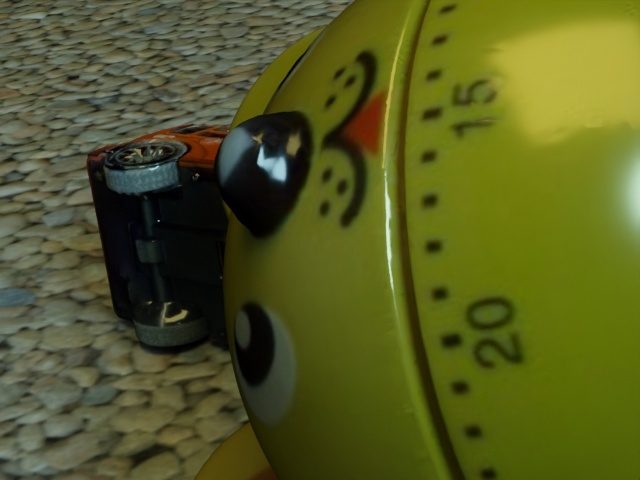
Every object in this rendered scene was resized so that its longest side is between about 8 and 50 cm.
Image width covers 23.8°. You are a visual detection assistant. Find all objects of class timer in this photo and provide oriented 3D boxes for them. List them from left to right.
[{"bbox_3d":[0.084,0.026,0.722,0.387,0.376,0.376,-9,21,33],"label":"timer"}]

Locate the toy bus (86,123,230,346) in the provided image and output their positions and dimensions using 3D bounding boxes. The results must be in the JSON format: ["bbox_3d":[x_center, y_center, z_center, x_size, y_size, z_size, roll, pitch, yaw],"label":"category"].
[{"bbox_3d":[0.000,0.000,1.027,0.329,0.143,0.153,7,25,37],"label":"toy bus"}]
